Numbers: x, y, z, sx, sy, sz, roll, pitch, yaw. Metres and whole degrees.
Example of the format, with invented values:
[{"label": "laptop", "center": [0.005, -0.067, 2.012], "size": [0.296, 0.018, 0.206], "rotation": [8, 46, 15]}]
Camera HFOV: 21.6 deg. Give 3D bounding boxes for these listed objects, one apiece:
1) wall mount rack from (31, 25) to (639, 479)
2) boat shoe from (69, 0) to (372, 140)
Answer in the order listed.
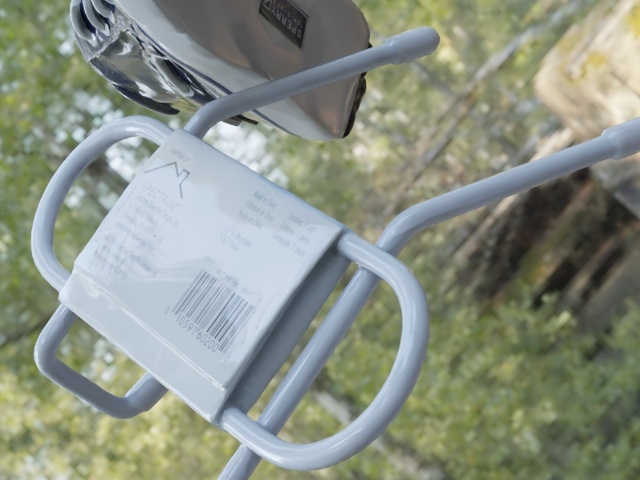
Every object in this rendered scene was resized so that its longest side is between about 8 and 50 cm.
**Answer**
[{"label": "wall mount rack", "center": [0.000, 0.000, 0.901], "size": [0.130, 0.350, 0.304], "rotation": [38, -94, -39]}, {"label": "boat shoe", "center": [-0.104, -0.152, 0.991], "size": [0.340, 0.158, 0.127], "rotation": [44, -124, -57]}]
